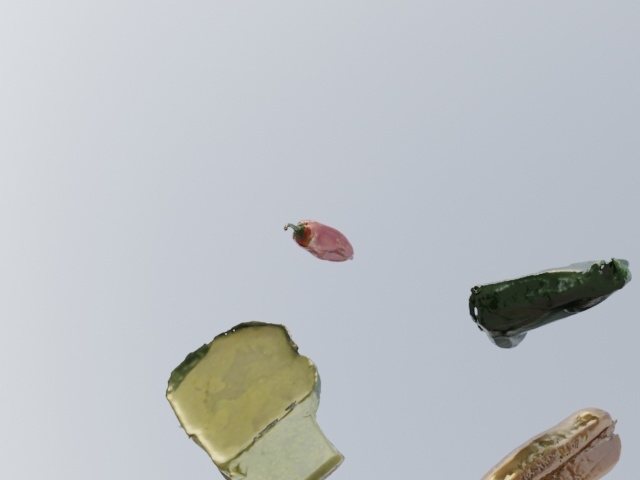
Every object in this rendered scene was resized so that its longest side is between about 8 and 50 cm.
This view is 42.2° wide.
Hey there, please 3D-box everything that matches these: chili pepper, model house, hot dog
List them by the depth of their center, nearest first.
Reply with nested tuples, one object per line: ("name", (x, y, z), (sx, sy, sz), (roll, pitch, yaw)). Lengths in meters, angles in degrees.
("chili pepper", (0.266, 0.066, 0.977), (0.216, 0.108, 0.062), (-36, -133, 45))
("hot dog", (0.277, 0.273, 0.996), (0.062, 0.235, 0.092), (-2, -71, 65))
("chili pepper", (0.000, -0.001, 1.399), (0.059, 0.191, 0.050), (-54, -132, 8))
("model house", (-0.097, 0.341, 1.547), (0.321, 0.261, 0.266), (35, -22, 54))
